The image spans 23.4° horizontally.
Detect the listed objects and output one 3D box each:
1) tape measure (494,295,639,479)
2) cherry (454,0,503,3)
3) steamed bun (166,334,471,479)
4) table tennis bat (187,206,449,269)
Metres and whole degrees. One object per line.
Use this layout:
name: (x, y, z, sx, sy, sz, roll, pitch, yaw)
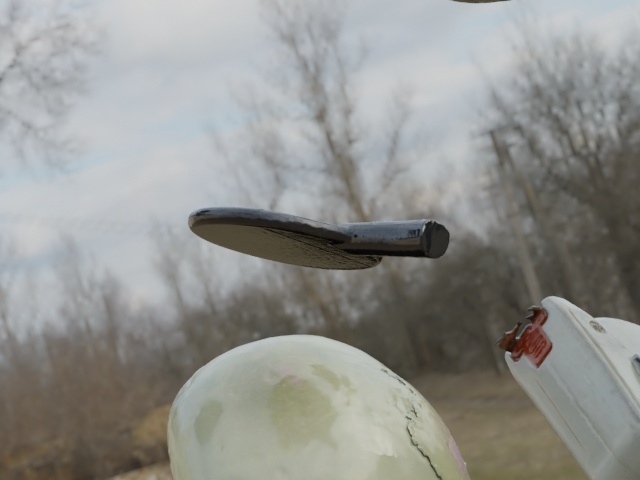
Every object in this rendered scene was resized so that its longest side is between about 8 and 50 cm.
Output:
tape measure: (0.368, 0.192, 1.782, 0.265, 0.258, 0.130, 12, -60, -35)
cherry: (0.140, -0.310, 1.483, 0.250, 0.175, 0.192, -8, 15, 8)
steamed bun: (0.019, 0.232, 1.340, 0.233, 0.334, 0.312, -27, -35, -2)
table tennis bat: (0.000, 0.000, 1.171, 0.150, 0.027, 0.236, 20, -14, -42)
